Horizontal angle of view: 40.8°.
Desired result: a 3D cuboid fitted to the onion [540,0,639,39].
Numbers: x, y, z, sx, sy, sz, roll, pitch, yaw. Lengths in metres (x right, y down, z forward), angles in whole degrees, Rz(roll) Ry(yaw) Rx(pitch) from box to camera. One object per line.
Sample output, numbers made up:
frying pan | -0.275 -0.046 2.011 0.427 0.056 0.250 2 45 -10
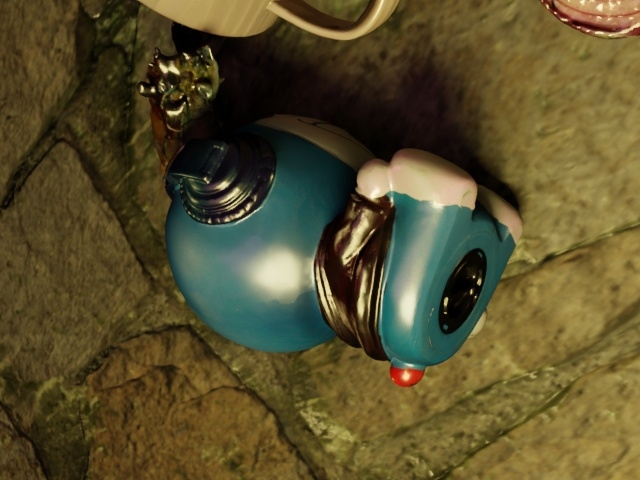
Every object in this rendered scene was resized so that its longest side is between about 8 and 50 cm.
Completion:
onion | 0.255 -0.235 0.598 0.218 0.140 0.195 19 122 28

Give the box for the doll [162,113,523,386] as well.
doll | 0.000 0.000 0.808 0.310 0.284 0.240 21 76 32

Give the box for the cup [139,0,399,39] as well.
cup | -0.040 -0.329 0.749 0.288 0.208 0.273 25 129 -17

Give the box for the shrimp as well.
shrimp | -0.129 -0.151 0.884 0.075 0.178 0.289 2 155 -2
